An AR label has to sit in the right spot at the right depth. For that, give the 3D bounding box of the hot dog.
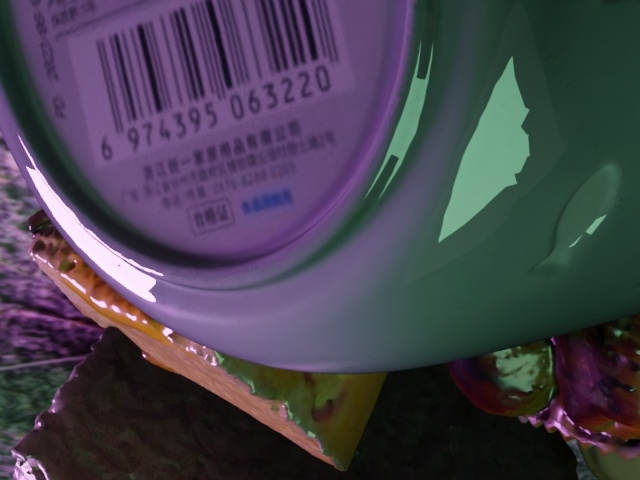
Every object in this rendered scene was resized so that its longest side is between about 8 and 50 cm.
[{"bbox_3d":[0.120,-0.015,0.866,0.082,0.162,0.270,-27,135,-36],"label":"hot dog"}]

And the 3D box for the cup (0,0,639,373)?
[{"bbox_3d":[0.058,-0.142,0.582,0.274,0.259,0.357,-15,117,-45],"label":"cup"}]

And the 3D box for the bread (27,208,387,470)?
[{"bbox_3d":[-0.040,0.004,0.910,0.160,0.169,0.140,1,150,45],"label":"bread"}]

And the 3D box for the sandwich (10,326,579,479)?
[{"bbox_3d":[-0.015,0.156,1.046,0.325,0.262,0.131,1,141,-15],"label":"sandwich"}]

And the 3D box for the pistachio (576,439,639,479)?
[{"bbox_3d":[0.251,0.036,0.971,0.230,0.230,0.309,10,153,-26],"label":"pistachio"}]
